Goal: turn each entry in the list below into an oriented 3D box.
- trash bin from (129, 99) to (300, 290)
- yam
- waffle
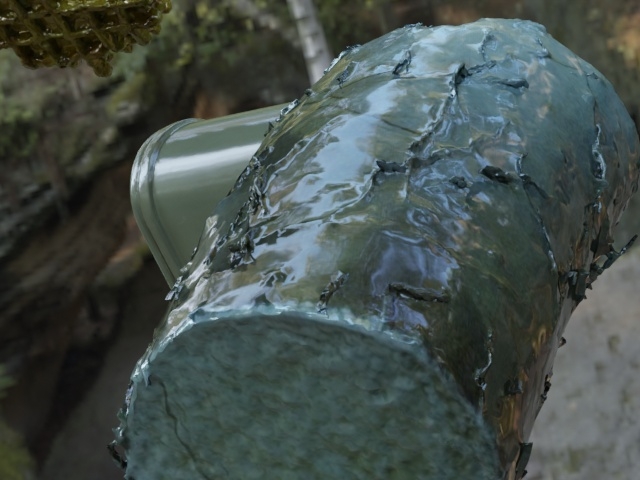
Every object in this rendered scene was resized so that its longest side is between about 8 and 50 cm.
[{"bbox_3d":[0.000,0.000,1.139,0.247,0.243,0.121,-10,24,40],"label":"trash bin"},{"bbox_3d":[0.042,0.030,0.816,0.241,0.241,0.348,-8,24,25],"label":"yam"},{"bbox_3d":[-0.212,-0.209,1.131,0.193,0.070,0.197,11,-32,0],"label":"waffle"}]
